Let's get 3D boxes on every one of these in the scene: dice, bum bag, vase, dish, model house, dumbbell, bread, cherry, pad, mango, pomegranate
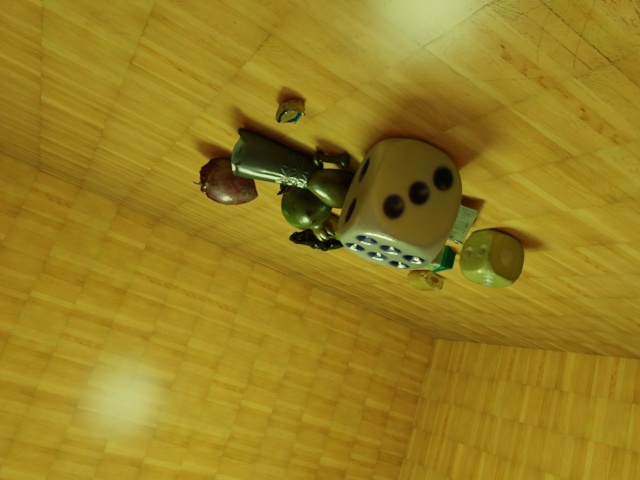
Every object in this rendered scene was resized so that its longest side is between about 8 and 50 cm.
[{"bbox_3d":[0.623,0.069,1.913,0.166,0.169,0.169,25,163,-20],"label":"dice"},{"bbox_3d":[0.227,-0.100,1.532,0.277,0.304,0.304,21,165,-12],"label":"dice"},{"bbox_3d":[0.000,0.000,2.488,0.144,0.095,0.340,-7,-170,-42],"label":"bum bag"},{"bbox_3d":[-0.148,-0.253,1.754,0.301,0.156,0.251,15,162,-12],"label":"vase"},{"bbox_3d":[0.028,-0.071,2.284,0.149,0.080,0.208,8,163,46],"label":"dish"},{"bbox_3d":[0.495,0.076,2.220,0.149,0.100,0.127,17,165,-1],"label":"model house"},{"bbox_3d":[0.035,-0.260,1.684,0.118,0.046,0.052,10,157,26],"label":"dumbbell"},{"bbox_3d":[0.528,0.209,2.662,0.134,0.085,0.173,26,163,-24],"label":"bread"},{"bbox_3d":[-0.354,-0.219,2.030,0.250,0.175,0.192,23,173,-20],"label":"cherry"},{"bbox_3d":[0.438,-0.063,1.803,0.160,0.009,0.265,21,158,12],"label":"pad"},{"bbox_3d":[-0.087,-0.362,1.466,0.072,0.053,0.106,-2,173,-17],"label":"bread"},{"bbox_3d":[0.061,-0.170,1.735,0.267,0.111,0.133,7,135,-47],"label":"mango"},{"bbox_3d":[-0.039,-0.107,1.917,0.190,0.240,0.159,-6,-169,-20],"label":"pomegranate"}]

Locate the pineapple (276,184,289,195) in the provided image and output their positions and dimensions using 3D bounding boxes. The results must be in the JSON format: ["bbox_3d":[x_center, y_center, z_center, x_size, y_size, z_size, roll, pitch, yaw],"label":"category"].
[{"bbox_3d":[-0.087,-0.159,2.081,0.119,0.111,0.237,-21,141,15],"label":"pineapple"}]

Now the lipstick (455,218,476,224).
[{"bbox_3d":[0.462,-0.077,1.823,0.158,0.048,0.048,0,156,47],"label":"lipstick"}]
